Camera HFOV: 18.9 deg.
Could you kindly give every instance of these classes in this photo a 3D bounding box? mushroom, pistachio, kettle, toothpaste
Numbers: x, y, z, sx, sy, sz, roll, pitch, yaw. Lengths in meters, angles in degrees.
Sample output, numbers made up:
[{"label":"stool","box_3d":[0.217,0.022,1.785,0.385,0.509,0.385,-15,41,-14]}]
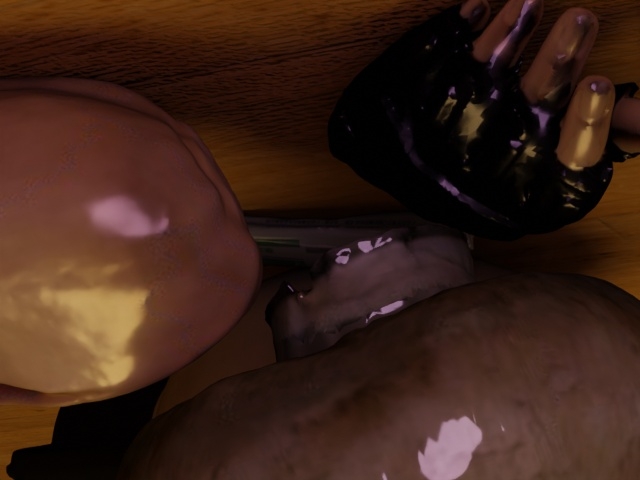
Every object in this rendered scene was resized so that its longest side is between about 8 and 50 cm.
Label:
[{"label":"mushroom","box_3d":[0.049,0.137,1.083,0.352,0.260,0.352,-16,161,-5]},{"label":"pistachio","box_3d":[-0.177,0.001,1.096,0.299,0.187,0.187,0,164,17]},{"label":"kettle","box_3d":[-0.086,0.210,1.730,0.308,0.203,0.262,-5,-156,25]},{"label":"toothpaste","box_3d":[0.000,0.000,1.357,0.218,0.041,0.064,-1,153,12]}]

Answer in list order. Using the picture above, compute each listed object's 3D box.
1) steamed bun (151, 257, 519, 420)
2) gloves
[{"label":"steamed bun","box_3d":[0.061,0.163,1.417,0.374,0.333,0.334,-2,164,-9]},{"label":"gloves","box_3d":[0.096,-0.062,0.994,0.164,0.124,0.203,8,180,-10]}]
